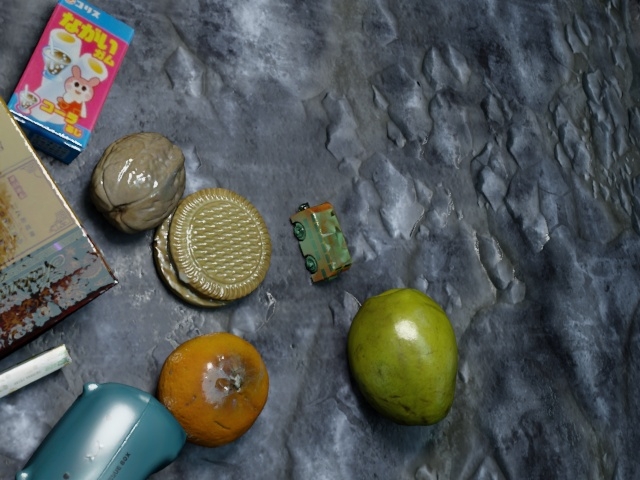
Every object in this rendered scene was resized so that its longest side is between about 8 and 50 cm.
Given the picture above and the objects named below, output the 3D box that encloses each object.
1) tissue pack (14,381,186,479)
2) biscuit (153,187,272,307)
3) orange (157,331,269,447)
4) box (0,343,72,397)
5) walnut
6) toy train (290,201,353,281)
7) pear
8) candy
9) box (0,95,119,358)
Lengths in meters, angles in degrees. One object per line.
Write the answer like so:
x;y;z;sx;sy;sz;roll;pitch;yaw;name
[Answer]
-0.389;0.384;1.379;0.206;0.198;0.287;43;58;-13;tissue pack
-0.222;0.015;1.682;0.259;0.079;0.259;11;71;-34;biscuit
-0.202;0.286;1.558;0.224;0.170;0.224;11;69;-31;orange
-0.538;0.241;1.410;0.207;0.050;0.041;-26;93;-37;box
-0.349;-0.123;1.585;0.178;0.178;0.230;48;43;-14;walnut
0.000;0.000;1.829;0.072;0.099;0.188;-18;88;-37;toy train
0.186;0.260;1.799;0.253;0.253;0.307;-11;95;-37;pear
-0.493;-0.320;1.579;0.157;0.100;0.305;27;63;-25;candy
-0.567;-0.025;1.383;0.264;0.116;0.415;-34;98;-20;box
